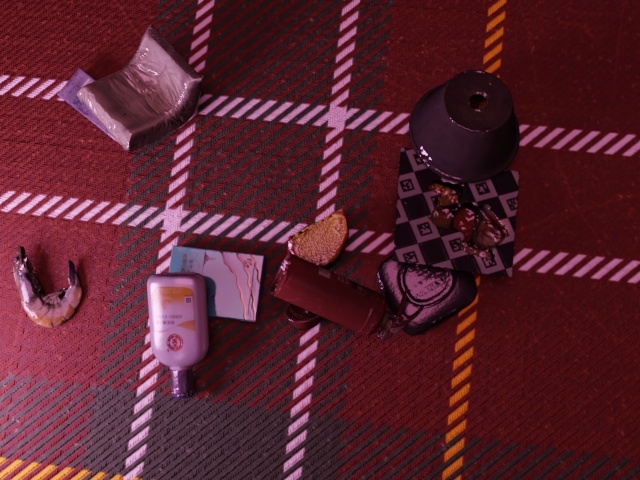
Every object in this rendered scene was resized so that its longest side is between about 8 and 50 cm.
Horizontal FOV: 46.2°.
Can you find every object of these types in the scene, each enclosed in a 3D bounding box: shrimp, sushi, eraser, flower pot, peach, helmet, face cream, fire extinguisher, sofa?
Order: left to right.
[{"bbox_3d":[-0.669,0.102,1.837,0.150,0.051,0.217,-25,88,-3],"label":"shrimp"},{"bbox_3d":[-0.553,-0.337,1.892,0.212,0.046,0.092,38,86,9],"label":"eraser"},{"bbox_3d":[-0.428,-0.355,1.787,0.225,0.176,0.210,-34,77,-32],"label":"sofa"},{"bbox_3d":[-0.330,0.220,1.750,0.143,0.071,0.292,0,97,9],"label":"face cream"},{"bbox_3d":[-0.028,0.178,1.763,0.111,0.057,0.089,-22,36,-19],"label":"helmet"},{"bbox_3d":[-0.002,0.000,1.774,0.127,0.092,0.172,36,78,2],"label":"peach"},{"bbox_3d":[0.066,0.123,1.691,0.336,0.106,0.147,23,108,-9],"label":"fire extinguisher"},{"bbox_3d":[0.309,-0.056,1.760,0.291,0.059,0.294,10,68,-1],"label":"sushi"},{"bbox_3d":[0.347,-0.282,1.730,0.268,0.166,0.269,1,73,-3],"label":"flower pot"}]

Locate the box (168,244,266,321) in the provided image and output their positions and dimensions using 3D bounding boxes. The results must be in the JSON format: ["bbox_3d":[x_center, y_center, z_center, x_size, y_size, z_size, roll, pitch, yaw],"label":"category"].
[{"bbox_3d":[-0.253,0.104,1.802,0.229,0.041,0.162,6,83,6],"label":"box"}]

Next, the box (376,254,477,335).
[{"bbox_3d":[0.251,0.098,1.762,0.212,0.042,0.201,-28,78,-2],"label":"box"}]
